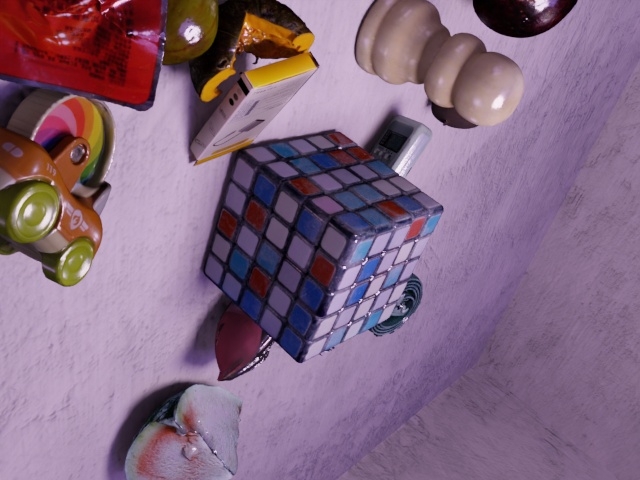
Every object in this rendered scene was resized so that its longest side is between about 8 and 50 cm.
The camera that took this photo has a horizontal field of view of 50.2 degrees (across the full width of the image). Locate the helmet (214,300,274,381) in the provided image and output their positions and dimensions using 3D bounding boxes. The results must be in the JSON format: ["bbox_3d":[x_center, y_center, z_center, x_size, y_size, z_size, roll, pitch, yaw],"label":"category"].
[{"bbox_3d":[-0.132,0.172,1.436,0.253,0.154,0.198,-28,170,-5],"label":"helmet"}]

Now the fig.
[{"bbox_3d":[-0.156,-0.320,0.853,0.236,0.124,0.124,-59,158,-27],"label":"fig"}]

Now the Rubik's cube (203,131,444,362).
[{"bbox_3d":[0.000,0.000,1.268,0.292,0.287,0.293,-21,141,-46],"label":"Rubik's cube"}]

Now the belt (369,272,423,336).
[{"bbox_3d":[0.196,0.169,1.969,0.206,0.116,0.267,-49,151,2],"label":"belt"}]

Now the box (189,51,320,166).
[{"bbox_3d":[-0.111,-0.195,1.038,0.129,0.033,0.247,-29,177,-37],"label":"box"}]

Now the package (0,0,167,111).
[{"bbox_3d":[-0.248,-0.275,0.722,0.194,0.071,0.270,16,113,-13],"label":"package"}]

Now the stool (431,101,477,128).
[{"bbox_3d":[0.334,-0.335,1.556,0.217,0.125,0.121,-41,151,-39],"label":"stool"}]

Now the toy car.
[{"bbox_3d":[-0.332,-0.082,0.848,0.235,0.145,0.235,-52,155,-37],"label":"toy car"}]

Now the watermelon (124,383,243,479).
[{"bbox_3d":[-0.291,0.461,1.472,0.289,0.213,0.320,-48,165,-4],"label":"watermelon"}]

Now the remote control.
[{"bbox_3d":[0.118,-0.130,1.464,0.056,0.140,0.296,32,96,-26],"label":"remote control"}]

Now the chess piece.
[{"bbox_3d":[0.223,-0.313,1.212,0.167,0.299,0.167,-39,151,-26],"label":"chess piece"}]

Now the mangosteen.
[{"bbox_3d":[0.378,-0.521,1.320,0.265,0.228,0.228,32,98,-25],"label":"mangosteen"}]

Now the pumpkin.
[{"bbox_3d":[-0.110,-0.278,0.946,0.183,0.108,0.119,-31,-177,-21],"label":"pumpkin"}]
